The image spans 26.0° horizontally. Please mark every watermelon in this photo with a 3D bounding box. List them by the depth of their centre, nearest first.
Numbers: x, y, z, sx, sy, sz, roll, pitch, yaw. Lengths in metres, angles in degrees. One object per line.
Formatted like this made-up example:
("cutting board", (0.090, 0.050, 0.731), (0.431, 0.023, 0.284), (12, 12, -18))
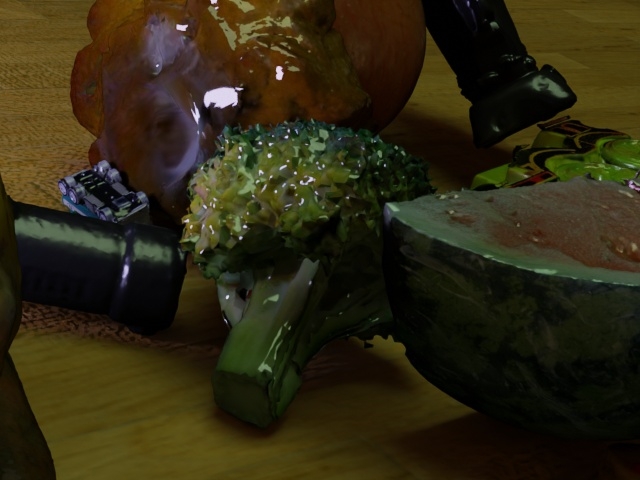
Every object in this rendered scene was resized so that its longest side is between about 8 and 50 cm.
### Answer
("watermelon", (0.173, 0.035, 0.846), (0.305, 0.224, 0.180), (-5, 71, -39))

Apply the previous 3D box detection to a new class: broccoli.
("broccoli", (-0.010, 0.026, 0.853), (0.194, 0.219, 0.194), (8, 57, -12))

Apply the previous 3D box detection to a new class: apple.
("apple", (-0.042, -0.194, 1.267), (0.272, 0.206, 0.251), (29, 30, 29))

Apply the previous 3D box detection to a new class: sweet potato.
("sweet potato", (-0.185, 0.084, 0.707), (0.075, 0.075, 0.273), (0, 30, -33))

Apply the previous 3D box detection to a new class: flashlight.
("flashlight", (-0.198, 0.003, 0.863), (0.232, 0.093, 0.093), (10, 23, -12))

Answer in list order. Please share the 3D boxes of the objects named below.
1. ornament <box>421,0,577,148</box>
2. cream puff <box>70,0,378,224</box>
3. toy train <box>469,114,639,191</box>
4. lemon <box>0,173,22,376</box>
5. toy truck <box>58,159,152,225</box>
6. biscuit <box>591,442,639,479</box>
("ornament", (0.138, -0.216, 1.341), (0.260, 0.106, 0.251), (59, 8, 0))
("cream puff", (-0.073, -0.106, 1.034), (0.155, 0.241, 0.269), (-13, 61, -50))
("toy train", (0.208, -0.028, 1.175), (0.161, 0.100, 0.296), (19, 22, 29))
("lemon", (-0.267, 0.013, 0.566), (0.293, 0.293, 0.293), (13, 23, -5))
("toy truck", (-0.156, -0.024, 1.007), (0.039, 0.044, 0.083), (-29, 44, -29))
("biscuit", (0.199, 0.173, 0.752), (0.262, 0.052, 0.277), (21, 23, 15))
